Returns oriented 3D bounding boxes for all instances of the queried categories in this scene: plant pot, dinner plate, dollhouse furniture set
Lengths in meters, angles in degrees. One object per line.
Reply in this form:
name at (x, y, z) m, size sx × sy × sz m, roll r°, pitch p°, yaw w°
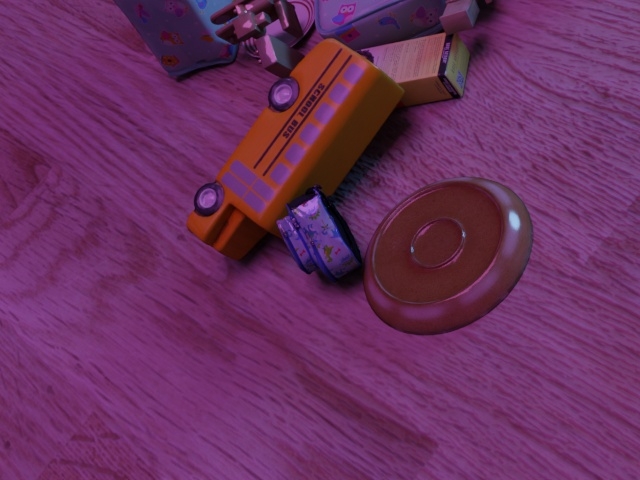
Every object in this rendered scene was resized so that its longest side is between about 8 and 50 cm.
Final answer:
plant pot at (0.152, 0.009, 1.531) m, size 0.236 × 0.032 × 0.236 m, roll -19°, pitch 48°, yaw 23°
dinner plate at (-0.065, -0.351, 1.976) m, size 0.141 × 0.017 × 0.141 m, roll -20°, pitch 48°, yaw 23°
dollhouse furniture set at (0.247, -0.393, 1.687) m, size 0.161 × 0.101 × 0.182 m, roll -13°, pitch 31°, yaw 26°
dollhouse furniture set at (-0.104, -0.295, 1.874) m, size 0.123 × 0.144 × 0.151 m, roll -26°, pitch 71°, yaw 22°

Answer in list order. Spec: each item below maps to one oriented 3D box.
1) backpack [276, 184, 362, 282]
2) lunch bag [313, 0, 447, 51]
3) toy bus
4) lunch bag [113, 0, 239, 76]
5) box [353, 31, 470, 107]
backpack at (0.000, 0.000, 1.586) m, size 0.084 × 0.105 × 0.114 m, roll -33°, pitch 77°, yaw 5°
lunch bag at (0.093, -0.405, 1.842) m, size 0.224 × 0.108 × 0.279 m, roll -22°, pitch 45°, yaw 26°
toy bus at (-0.038, -0.114, 1.672) m, size 0.130 × 0.108 × 0.332 m, roll 38°, pitch 95°, yaw 32°
lunch bag at (-0.226, -0.446, 2.015) m, size 0.160 × 0.223 × 0.262 m, roll -9°, pitch 51°, yaw 23°
box at (0.095, -0.236, 1.744) m, size 0.232 × 0.058 × 0.087 m, roll -7°, pitch 54°, yaw 30°
